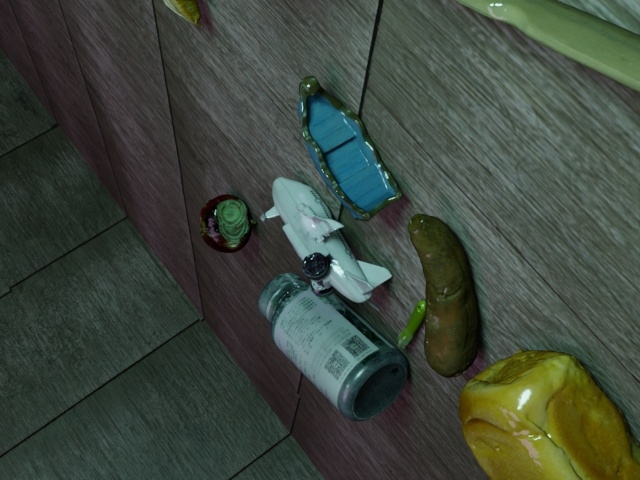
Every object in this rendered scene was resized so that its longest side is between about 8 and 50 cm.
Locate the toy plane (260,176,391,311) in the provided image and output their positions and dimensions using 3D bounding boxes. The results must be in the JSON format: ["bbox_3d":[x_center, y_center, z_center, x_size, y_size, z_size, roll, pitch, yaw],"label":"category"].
[{"bbox_3d":[-0.004,0.003,1.225,0.255,0.101,0.251,48,172,22],"label":"toy plane"}]

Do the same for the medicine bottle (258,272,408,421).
[{"bbox_3d":[0.010,0.171,1.414,0.293,0.141,0.141,40,156,39],"label":"medicine bottle"}]

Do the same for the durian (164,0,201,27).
[{"bbox_3d":[-0.208,-0.396,1.112,0.140,0.078,0.224,20,153,41],"label":"durian"}]

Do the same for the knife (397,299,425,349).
[{"bbox_3d":[0.135,0.131,1.219,0.022,0.026,0.184,46,157,17],"label":"knife"}]

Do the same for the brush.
[{"bbox_3d":[0.151,-0.182,0.598,0.282,0.054,0.048,42,145,36],"label":"brush"}]

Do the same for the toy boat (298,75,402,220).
[{"bbox_3d":[0.028,-0.113,0.986,0.185,0.075,0.077,59,165,3],"label":"toy boat"}]

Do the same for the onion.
[{"bbox_3d":[-0.190,-0.033,1.635,0.118,0.118,0.117,175,95,-69],"label":"onion"}]

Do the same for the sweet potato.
[{"bbox_3d":[0.155,0.073,0.999,0.075,0.075,0.273,39,153,42],"label":"sweet potato"}]

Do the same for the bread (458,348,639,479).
[{"bbox_3d":[0.282,0.264,0.912,0.294,0.132,0.167,58,155,-1],"label":"bread"}]
